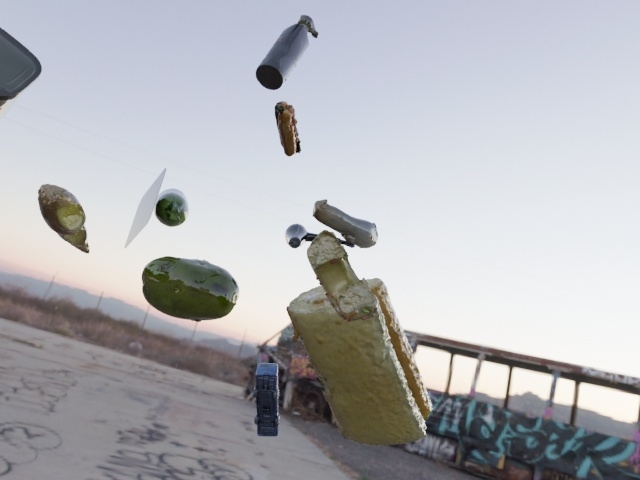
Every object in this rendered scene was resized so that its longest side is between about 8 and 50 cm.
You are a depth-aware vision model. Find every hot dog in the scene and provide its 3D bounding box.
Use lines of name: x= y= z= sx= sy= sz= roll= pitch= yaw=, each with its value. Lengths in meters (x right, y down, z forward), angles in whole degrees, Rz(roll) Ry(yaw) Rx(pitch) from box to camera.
hot dog: x=-0.086 y=-0.299 z=1.534 sx=0.055 sy=0.072 sz=0.188 roll=-15 pitch=-32 yaw=-5

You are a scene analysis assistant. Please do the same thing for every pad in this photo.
pad: x=-0.489 y=-0.086 z=1.598 sx=0.002 sy=0.176 sz=0.266 roll=23 pitch=-28 yaw=-25

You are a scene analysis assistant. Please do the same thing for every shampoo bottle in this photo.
shampoo bottle: x=-0.060 y=-0.377 z=1.135 sx=0.057 sy=0.208 sz=0.064 roll=-2 pitch=-44 yaw=32

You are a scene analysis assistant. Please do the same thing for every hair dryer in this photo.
hair dryer: x=0.000 y=0.000 z=1.738 sx=0.218 sy=0.075 sz=0.195 roll=8 pitch=10 yaw=-4

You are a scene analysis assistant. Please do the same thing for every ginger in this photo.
ginger: x=-0.618 y=-0.044 z=1.404 sx=0.131 sy=0.086 sz=0.294 roll=39 pitch=-23 yaw=1

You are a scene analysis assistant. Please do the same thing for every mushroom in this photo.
mushroom: x=0.084 y=-0.048 z=1.793 sx=0.278 sy=0.099 sz=0.096 roll=27 pitch=24 yaw=-40

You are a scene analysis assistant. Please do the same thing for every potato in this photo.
potato: x=-0.335 y=0.123 z=1.475 sx=0.253 sy=0.149 sz=0.186 roll=20 pitch=8 yaw=8

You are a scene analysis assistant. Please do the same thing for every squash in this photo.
squash: x=-0.449 y=-0.099 z=1.734 sx=0.107 sy=0.107 sz=0.395 roll=18 pitch=4 yaw=-17

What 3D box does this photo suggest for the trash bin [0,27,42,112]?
trash bin: x=-0.931 y=-0.442 z=1.586 sx=0.219 sy=0.219 sz=0.250 roll=41 pitch=-44 yaw=-20

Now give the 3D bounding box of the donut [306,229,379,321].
donut: x=0.035 y=0.072 z=0.955 sx=0.166 sy=0.065 sz=0.108 roll=56 pitch=-9 yaw=27

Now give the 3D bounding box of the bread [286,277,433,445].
bread: x=0.085 y=0.274 z=1.288 sx=0.236 sy=0.165 sz=0.376 roll=-11 pitch=-67 yaw=27

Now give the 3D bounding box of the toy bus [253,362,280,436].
toy bus: x=-0.163 y=0.500 z=1.805 sx=0.079 sy=0.237 sz=0.094 roll=4 pitch=25 yaw=6
